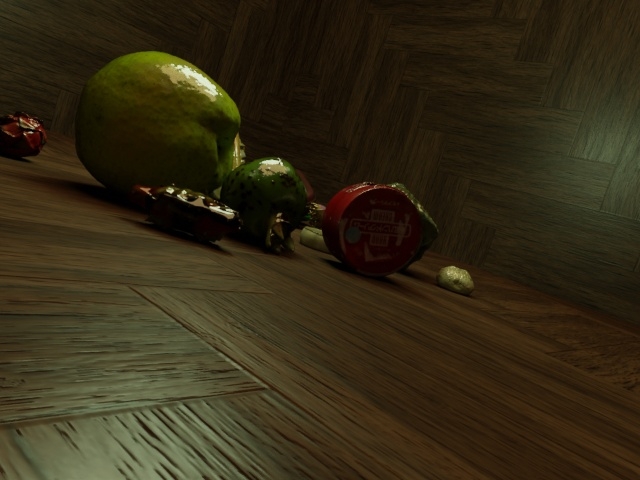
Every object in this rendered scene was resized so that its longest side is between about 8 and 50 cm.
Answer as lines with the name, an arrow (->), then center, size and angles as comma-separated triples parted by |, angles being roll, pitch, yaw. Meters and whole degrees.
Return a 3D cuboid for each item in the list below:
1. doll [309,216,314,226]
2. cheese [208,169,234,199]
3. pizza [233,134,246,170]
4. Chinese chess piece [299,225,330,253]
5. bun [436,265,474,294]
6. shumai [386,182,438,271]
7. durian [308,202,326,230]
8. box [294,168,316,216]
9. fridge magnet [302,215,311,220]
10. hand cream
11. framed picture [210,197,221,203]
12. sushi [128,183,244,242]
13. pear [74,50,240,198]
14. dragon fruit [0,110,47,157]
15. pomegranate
doll -> 0.070, -0.058, 2.036 | 0.252, 0.111, 0.237 | 1, 14, -41
cheese -> -0.380, -0.215, 1.904 | 0.167, 0.123, 0.094 | 20, -18, 47
pizza -> -0.323, -0.257, 2.039 | 0.089, 0.323, 0.223 | 0, -23, -15
Chinese chess piece -> 0.000, 0.000, 1.548 | 0.122, 0.051, 0.122 | 19, 7, -2
bun -> 0.402, 0.115, 1.586 | 0.115, 0.069, 0.115 | 18, 7, -2
shumai -> 0.223, -0.047, 1.659 | 0.225, 0.222, 0.260 | 47, 14, -34
durian -> 0.082, -0.020, 1.762 | 0.341, 0.112, 0.191 | 24, -7, -27
box -> -0.163, -0.195, 2.097 | 0.263, 0.108, 0.404 | -2, 24, -13
fridge magnet -> -0.126, -0.132, 2.239 | 0.208, 0.088, 0.208 | 17, 11, -3
hand cream -> 0.122, -0.029, 1.333 | 0.230, 0.230, 0.149 | 16, 2, -17
framed picture -> -0.371, -0.131, 1.842 | 0.150, 0.015, 0.203 | 18, 6, 9
sushi -> -0.259, -0.055, 1.045 | 0.226, 0.103, 0.097 | 20, 32, -2
pear -> -0.373, -0.250, 1.278 | 0.391, 0.391, 0.391 | 18, 5, -2
dragon fruit -> -0.784, -0.272, 1.383 | 0.142, 0.130, 0.121 | -29, 37, -22
pomegranate -> -0.121, -0.078, 1.247 | 0.211, 0.211, 0.263 | 13, 32, -41
